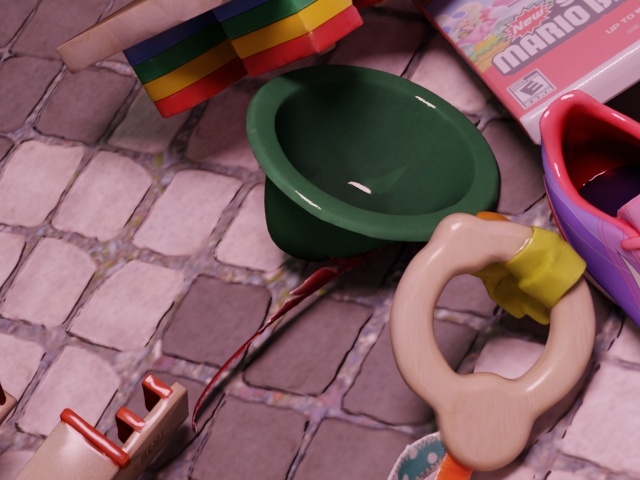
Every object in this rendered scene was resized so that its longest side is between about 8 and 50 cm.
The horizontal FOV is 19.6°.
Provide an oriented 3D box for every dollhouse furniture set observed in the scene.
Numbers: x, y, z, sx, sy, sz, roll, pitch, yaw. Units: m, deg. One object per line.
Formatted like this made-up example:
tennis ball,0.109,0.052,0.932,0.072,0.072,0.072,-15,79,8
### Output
dollhouse furniture set,-0.230,0.087,1.223,0.259,0.262,0.135,34,71,9

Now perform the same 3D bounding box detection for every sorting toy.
sorting toy,-0.021,-0.186,1.338,0.257,0.089,0.255,-37,13,-32

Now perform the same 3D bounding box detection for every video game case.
video game case,0.183,-0.183,1.285,0.204,0.025,0.285,-34,30,3

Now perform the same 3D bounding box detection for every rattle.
rattle,0.085,0.082,1.155,0.143,0.130,0.199,19,99,65

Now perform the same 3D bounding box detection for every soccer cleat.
soccer cleat,0.228,0.026,1.068,0.109,0.116,0.318,-38,44,-3

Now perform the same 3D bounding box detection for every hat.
hat,0.000,0.000,1.295,0.209,0.183,0.173,-4,47,-28
